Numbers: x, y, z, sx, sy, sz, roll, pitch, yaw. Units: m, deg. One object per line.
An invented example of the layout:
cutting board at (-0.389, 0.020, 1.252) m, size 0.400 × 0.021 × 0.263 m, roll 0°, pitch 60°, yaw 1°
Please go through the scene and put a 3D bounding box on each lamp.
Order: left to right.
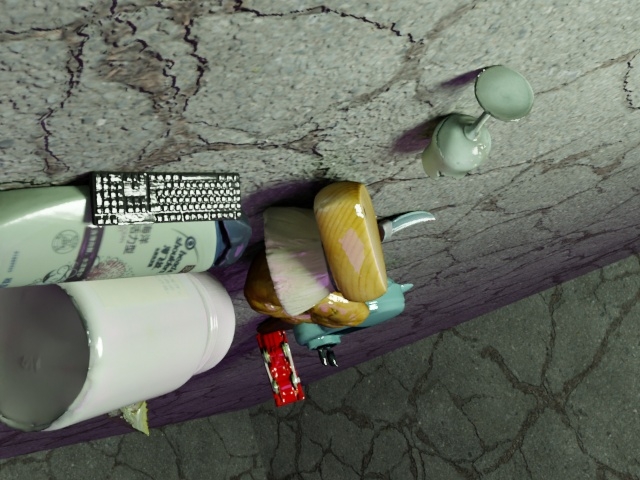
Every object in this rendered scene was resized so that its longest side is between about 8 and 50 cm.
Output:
lamp at (0.065, 0.162, 1.816) m, size 0.284 × 0.147 × 0.209 m, roll -44°, pitch 155°, yaw 18°

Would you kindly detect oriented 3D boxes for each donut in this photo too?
donut at (-0.024, 0.084, 1.402) m, size 0.226 × 0.114 × 0.226 m, roll 8°, pitch 164°, yaw 2°

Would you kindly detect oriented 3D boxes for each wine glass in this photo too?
wine glass at (0.193, -0.141, 1.026) m, size 0.079 × 0.079 × 0.195 m, roll -13°, pitch 163°, yaw -18°

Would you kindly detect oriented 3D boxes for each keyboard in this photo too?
keyboard at (-0.178, -0.051, 0.955) m, size 0.204 × 0.061 × 0.013 m, roll -4°, pitch -178°, yaw -43°

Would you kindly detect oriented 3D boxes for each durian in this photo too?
durian at (-0.501, 0.376, 1.917) m, size 0.172 × 0.166 × 0.306 m, roll -16°, pitch 156°, yaw -14°

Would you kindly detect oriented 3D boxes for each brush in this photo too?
brush at (0.000, 0.000, 1.166) m, size 0.166 × 0.174 × 0.267 m, roll -10°, pitch 158°, yaw 6°

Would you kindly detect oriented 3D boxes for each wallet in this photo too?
wallet at (-0.046, 0.180, 1.998) m, size 0.137 × 0.031 × 0.255 m, roll -7°, pitch 162°, yaw -37°

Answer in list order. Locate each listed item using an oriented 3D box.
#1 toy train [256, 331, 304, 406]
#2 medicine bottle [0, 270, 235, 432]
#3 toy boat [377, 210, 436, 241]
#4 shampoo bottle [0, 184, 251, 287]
toy train at (-0.109, 0.343, 2.180) m, size 0.083 × 0.204 × 0.131 m, roll -16°, pitch 170°, yaw -6°
medicine bottle at (-0.291, 0.132, 1.150) m, size 0.213 × 0.213 × 0.378 m, roll -24°, pitch 171°, yaw 22°
toy boat at (0.159, -0.036, 1.472) m, size 0.122 × 0.034 × 0.096 m, roll -23°, pitch 167°, yaw -14°
shampoo bottle at (-0.243, -0.011, 0.977) m, size 0.359 × 0.078 × 0.134 m, roll -3°, pitch 134°, yaw -43°
